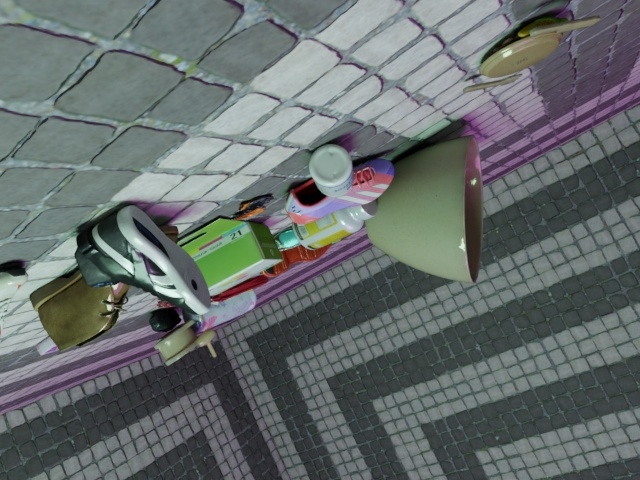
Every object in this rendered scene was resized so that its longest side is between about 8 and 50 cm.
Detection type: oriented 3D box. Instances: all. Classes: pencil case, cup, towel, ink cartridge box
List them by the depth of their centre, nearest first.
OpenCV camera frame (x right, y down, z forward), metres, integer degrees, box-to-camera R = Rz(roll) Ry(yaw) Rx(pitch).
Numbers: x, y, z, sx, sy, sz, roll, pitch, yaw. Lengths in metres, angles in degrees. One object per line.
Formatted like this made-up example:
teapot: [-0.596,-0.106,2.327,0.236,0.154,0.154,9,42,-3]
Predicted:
ink cartridge box: [-0.213,0.042,1.030,0.189,0.097,0.255,-28,173,11]
cup: [0.240,-0.069,1.155,0.237,0.331,0.331,0,-176,25]
towel: [-0.305,0.142,1.404,0.275,0.031,0.199,-10,-176,35]
pencil case: [-0.360,0.232,1.778,0.113,0.124,0.273,24,-154,35]

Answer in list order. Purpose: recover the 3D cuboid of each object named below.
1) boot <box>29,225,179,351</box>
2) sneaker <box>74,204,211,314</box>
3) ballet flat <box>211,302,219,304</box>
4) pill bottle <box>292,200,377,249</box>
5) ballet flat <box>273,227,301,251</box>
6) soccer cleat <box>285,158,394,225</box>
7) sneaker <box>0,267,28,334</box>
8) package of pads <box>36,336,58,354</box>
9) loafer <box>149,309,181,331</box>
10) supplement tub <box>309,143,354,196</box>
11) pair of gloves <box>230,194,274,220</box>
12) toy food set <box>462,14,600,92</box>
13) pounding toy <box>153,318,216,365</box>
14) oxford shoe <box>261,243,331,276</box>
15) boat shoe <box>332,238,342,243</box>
boot: [-0.335,0.078,0.806,0.305,0.115,0.112,-31,167,19]
sneaker: [-0.261,0.048,0.719,0.121,0.079,0.217,-23,131,8]
ballet flat: [-0.335,0.177,1.649,0.188,0.070,0.070,-27,173,-14]
pill bottle: [0.032,-0.054,1.113,0.184,0.103,0.103,-24,175,35]
ballet flat: [-0.109,0.001,1.327,0.168,0.057,0.052,-23,-160,1]
soccer cleat: [0.045,-0.106,0.973,0.248,0.083,0.095,-24,160,-14]
sneaker: [-0.448,0.096,0.682,0.161,0.075,0.057,-29,172,22]
package of pads: [-0.654,0.252,1.219,0.083,0.032,0.050,-31,173,30]
loafer: [-0.525,0.275,1.642,0.078,0.076,0.223,-34,177,-5]
supplement tub: [0.021,-0.116,0.836,0.071,0.071,0.107,-27,172,4]
pair of gloves: [-0.129,-0.062,0.931,0.074,0.010,0.083,-23,170,-33]
toy food set: [0.303,-0.291,0.753,0.132,0.038,0.192,-16,175,-18]
pounding toy: [-0.445,0.360,1.614,0.154,0.155,0.269,-36,-175,-35]
oxford shoe: [-0.085,0.023,1.453,0.271,0.097,0.098,-21,-165,-34]
boat shoe: [0.001,0.000,1.696,0.153,0.048,0.056,-17,-178,-17]
